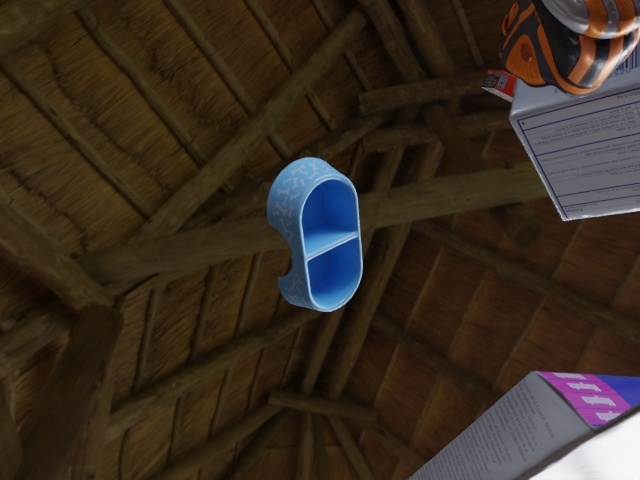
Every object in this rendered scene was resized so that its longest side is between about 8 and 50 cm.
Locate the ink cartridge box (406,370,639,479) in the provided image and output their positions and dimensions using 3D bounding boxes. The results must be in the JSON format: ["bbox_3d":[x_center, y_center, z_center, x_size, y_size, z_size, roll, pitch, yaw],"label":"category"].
[{"bbox_3d":[0.273,0.187,0.463,0.324,0.071,0.330,10,-50,-25],"label":"ink cartridge box"}]

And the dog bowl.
[{"bbox_3d":[0.000,0.000,0.935,0.165,0.074,0.297,-25,-59,-32],"label":"dog bowl"}]

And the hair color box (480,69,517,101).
[{"bbox_3d":[0.438,-0.332,1.141,0.141,0.072,0.043,19,-75,-16],"label":"hair color box"}]

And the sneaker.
[{"bbox_3d":[0.215,-0.286,0.525,0.124,0.321,0.180,-10,-19,7],"label":"sneaker"}]

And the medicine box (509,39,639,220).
[{"bbox_3d":[0.501,-0.186,0.850,0.263,0.149,0.289,-8,-40,41],"label":"medicine box"}]
